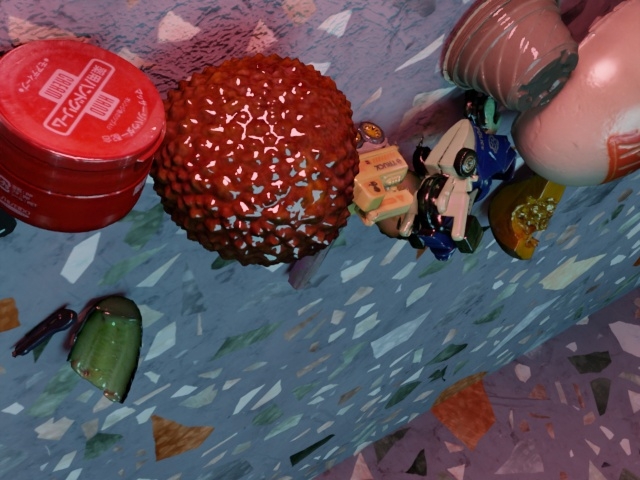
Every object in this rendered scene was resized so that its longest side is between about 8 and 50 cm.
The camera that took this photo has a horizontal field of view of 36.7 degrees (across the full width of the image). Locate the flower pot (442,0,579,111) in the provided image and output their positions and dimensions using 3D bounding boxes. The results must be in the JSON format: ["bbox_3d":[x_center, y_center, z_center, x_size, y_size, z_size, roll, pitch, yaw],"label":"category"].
[{"bbox_3d":[0.329,-0.304,1.586,0.235,0.140,0.235,-30,157,-14],"label":"flower pot"}]

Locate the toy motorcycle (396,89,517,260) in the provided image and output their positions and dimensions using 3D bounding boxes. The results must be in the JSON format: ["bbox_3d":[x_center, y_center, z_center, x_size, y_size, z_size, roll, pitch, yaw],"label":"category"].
[{"bbox_3d":[0.255,-0.117,1.698,0.196,0.125,0.331,54,52,-40],"label":"toy motorcycle"}]

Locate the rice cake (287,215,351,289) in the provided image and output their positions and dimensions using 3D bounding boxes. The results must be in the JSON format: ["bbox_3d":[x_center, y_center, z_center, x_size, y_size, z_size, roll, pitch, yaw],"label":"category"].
[{"bbox_3d":[0.001,0.000,1.805,0.055,0.049,0.270,-45,168,-45],"label":"rice cake"}]

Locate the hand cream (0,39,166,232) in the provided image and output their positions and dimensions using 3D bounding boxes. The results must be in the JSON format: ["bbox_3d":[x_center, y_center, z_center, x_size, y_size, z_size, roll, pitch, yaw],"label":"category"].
[{"bbox_3d":[-0.274,-0.113,1.052,0.193,0.193,0.125,-18,152,-37],"label":"hand cream"}]

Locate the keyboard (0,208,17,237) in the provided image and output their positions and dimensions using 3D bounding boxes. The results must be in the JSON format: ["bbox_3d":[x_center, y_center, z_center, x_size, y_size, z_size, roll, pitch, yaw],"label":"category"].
[{"bbox_3d":[-0.445,-0.054,1.139,0.106,0.016,0.262,-32,155,-12],"label":"keyboard"}]

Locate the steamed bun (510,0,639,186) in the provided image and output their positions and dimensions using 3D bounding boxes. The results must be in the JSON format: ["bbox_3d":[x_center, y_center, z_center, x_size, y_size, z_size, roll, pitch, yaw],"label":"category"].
[{"bbox_3d":[0.539,-0.248,1.771,0.374,0.241,0.374,-41,170,-9],"label":"steamed bun"}]

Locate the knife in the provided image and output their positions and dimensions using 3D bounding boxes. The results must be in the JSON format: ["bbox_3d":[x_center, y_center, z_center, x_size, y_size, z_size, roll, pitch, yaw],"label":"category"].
[{"bbox_3d":[-0.431,0.146,1.503,0.121,0.031,0.018,-38,158,6],"label":"knife"}]

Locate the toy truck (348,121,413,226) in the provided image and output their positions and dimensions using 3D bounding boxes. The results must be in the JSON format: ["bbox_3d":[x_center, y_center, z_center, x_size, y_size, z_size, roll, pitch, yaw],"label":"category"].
[{"bbox_3d":[0.029,-0.087,1.549,0.272,0.157,0.124,-16,148,-41],"label":"toy truck"}]

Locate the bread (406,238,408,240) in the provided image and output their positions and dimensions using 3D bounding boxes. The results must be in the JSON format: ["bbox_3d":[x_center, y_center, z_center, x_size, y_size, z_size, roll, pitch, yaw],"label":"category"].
[{"bbox_3d":[0.202,-0.045,2.005,0.062,0.103,0.049,0,166,36],"label":"bread"}]

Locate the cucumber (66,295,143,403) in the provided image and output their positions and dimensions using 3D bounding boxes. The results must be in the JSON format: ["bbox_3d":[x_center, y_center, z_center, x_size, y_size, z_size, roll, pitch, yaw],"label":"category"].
[{"bbox_3d":[-0.351,0.173,1.605,0.086,0.115,0.193,-76,-171,-50],"label":"cucumber"}]

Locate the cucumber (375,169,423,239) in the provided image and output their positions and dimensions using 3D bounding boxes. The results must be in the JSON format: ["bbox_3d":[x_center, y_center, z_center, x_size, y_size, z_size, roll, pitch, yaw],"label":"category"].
[{"bbox_3d":[0.201,-0.073,1.854,0.134,0.134,0.244,-49,159,26],"label":"cucumber"}]

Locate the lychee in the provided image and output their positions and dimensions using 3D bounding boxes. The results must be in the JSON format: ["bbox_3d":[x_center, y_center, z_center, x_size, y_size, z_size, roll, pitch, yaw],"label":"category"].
[{"bbox_3d":[-0.078,-0.104,1.233,0.304,0.275,0.276,0,138,-40],"label":"lychee"}]

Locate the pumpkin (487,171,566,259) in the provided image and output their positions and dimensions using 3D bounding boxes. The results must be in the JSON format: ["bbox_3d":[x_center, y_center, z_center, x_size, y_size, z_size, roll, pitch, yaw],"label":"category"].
[{"bbox_3d":[0.467,-0.088,2.209,0.131,0.126,0.248,18,104,-52],"label":"pumpkin"}]
